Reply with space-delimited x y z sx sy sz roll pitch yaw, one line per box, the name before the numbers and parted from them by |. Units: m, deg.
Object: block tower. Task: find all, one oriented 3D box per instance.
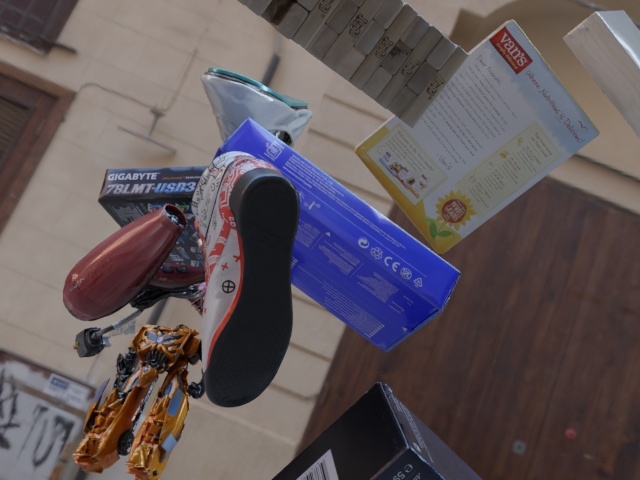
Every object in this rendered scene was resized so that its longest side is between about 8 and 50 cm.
block tower | -0.023 -0.236 0.674 0.335 0.091 0.097 31 14 -26

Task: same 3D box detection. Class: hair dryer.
hair dryer | -0.229 0.038 0.970 0.080 0.223 0.293 53 -30 11

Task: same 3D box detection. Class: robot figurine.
robot figurine | -0.290 0.259 1.263 0.211 0.291 0.085 2 -39 21

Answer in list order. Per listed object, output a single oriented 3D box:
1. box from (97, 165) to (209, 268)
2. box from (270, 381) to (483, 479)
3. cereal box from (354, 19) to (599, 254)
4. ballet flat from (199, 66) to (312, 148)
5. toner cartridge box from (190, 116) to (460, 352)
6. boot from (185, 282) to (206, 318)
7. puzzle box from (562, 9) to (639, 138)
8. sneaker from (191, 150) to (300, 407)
box | -0.198 -0.025 1.332 0.293 0.073 0.295 -1 -30 14
box | 0.087 0.409 0.984 0.294 0.296 0.183 44 6 -17
cereal box | 0.185 -0.121 0.897 0.173 0.240 0.047 51 11 -7
ballet flat | -0.108 -0.210 1.317 0.139 0.139 0.400 20 8 12
toner cartridge box | 0.000 0.000 1.007 0.347 0.075 0.165 36 -34 -3
boot | -0.256 0.123 1.534 0.176 0.088 0.244 30 12 -20
puzzle box | 0.489 -0.131 0.989 0.052 0.272 0.409 -38 -95 32
sneaker | -0.093 0.036 0.822 0.090 0.270 0.145 0 21 -26
